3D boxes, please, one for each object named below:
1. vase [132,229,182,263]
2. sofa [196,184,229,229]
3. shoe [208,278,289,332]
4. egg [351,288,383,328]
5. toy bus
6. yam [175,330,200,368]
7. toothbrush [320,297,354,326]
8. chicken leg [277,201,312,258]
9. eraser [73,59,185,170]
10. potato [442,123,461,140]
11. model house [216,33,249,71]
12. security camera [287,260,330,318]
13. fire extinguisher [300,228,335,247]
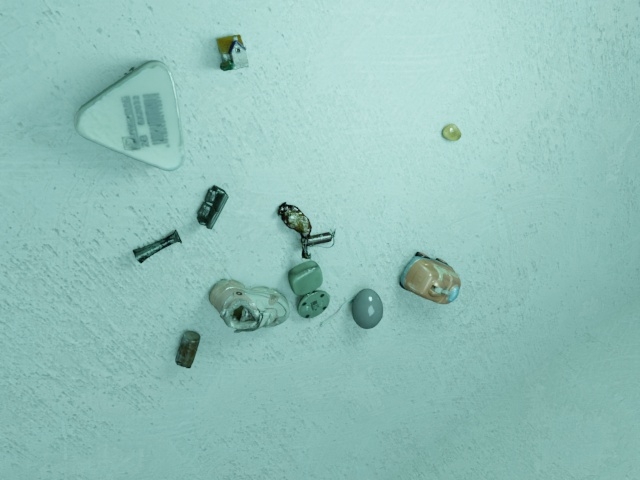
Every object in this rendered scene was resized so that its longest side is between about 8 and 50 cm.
[{"bbox_3d":[-0.591,0.022,1.640,0.167,0.059,0.059,-28,122,-10],"label":"vase"},{"bbox_3d":[-0.398,-0.123,1.640,0.060,0.085,0.147,24,103,-34],"label":"sofa"},{"bbox_3d":[-0.275,0.295,1.826,0.351,0.198,0.172,17,107,-28],"label":"shoe"},{"bbox_3d":[0.217,0.315,2.082,0.146,0.146,0.199,-12,110,-18],"label":"egg"},{"bbox_3d":[0.532,0.192,2.117,0.287,0.232,0.194,19,102,-28],"label":"toy bus"},{"bbox_3d":[-0.545,0.450,1.852,0.079,0.079,0.141,15,105,-29],"label":"yam"},{"bbox_3d":[0.075,0.335,2.106,0.204,0.017,0.022,-39,104,-3],"label":"toothbrush"},{"bbox_3d":[-0.085,-0.045,1.811,0.106,0.051,0.253,-31,105,-15],"label":"chicken leg"},{"bbox_3d":[-0.548,-0.363,1.424,0.331,0.150,0.331,-11,119,-20],"label":"eraser"},{"bbox_3d":[0.562,-0.459,1.918,0.083,0.062,0.068,34,128,-4],"label":"potato"},{"bbox_3d":[-0.285,-0.605,1.452,0.087,0.101,0.100,-15,118,-15],"label":"model house"},{"bbox_3d":[-0.051,0.218,1.964,0.157,0.080,0.302,-25,131,-14],"label":"security camera"},{"bbox_3d":[0.000,0.000,1.892,0.157,0.045,0.078,-11,79,-19],"label":"fire extinguisher"}]
